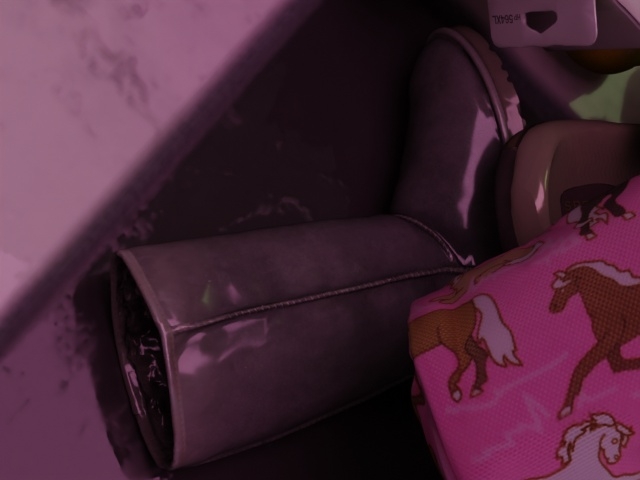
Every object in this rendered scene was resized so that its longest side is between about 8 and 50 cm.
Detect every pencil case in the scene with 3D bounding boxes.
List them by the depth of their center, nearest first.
[{"bbox_3d":[0.226,0.017,0.787,0.386,0.167,0.160,-28,76,9],"label":"pencil case"}]

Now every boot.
[{"bbox_3d":[0.000,-0.002,0.900,0.208,0.076,0.189,-9,79,-18],"label":"boot"}]

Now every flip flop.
[{"bbox_3d":[0.190,-0.025,0.945,0.277,0.080,0.112,-4,81,-48],"label":"flip flop"}]

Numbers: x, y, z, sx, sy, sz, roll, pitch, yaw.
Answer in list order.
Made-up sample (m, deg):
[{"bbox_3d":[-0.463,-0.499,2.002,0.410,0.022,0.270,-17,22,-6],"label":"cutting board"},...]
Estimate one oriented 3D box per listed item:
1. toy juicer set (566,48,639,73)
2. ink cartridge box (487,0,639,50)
[{"bbox_3d":[0.117,-0.193,0.988,0.329,0.089,0.209,2,93,-29],"label":"toy juicer set"},{"bbox_3d":[0.130,-0.157,0.893,0.090,0.092,0.143,40,74,-24],"label":"ink cartridge box"}]
